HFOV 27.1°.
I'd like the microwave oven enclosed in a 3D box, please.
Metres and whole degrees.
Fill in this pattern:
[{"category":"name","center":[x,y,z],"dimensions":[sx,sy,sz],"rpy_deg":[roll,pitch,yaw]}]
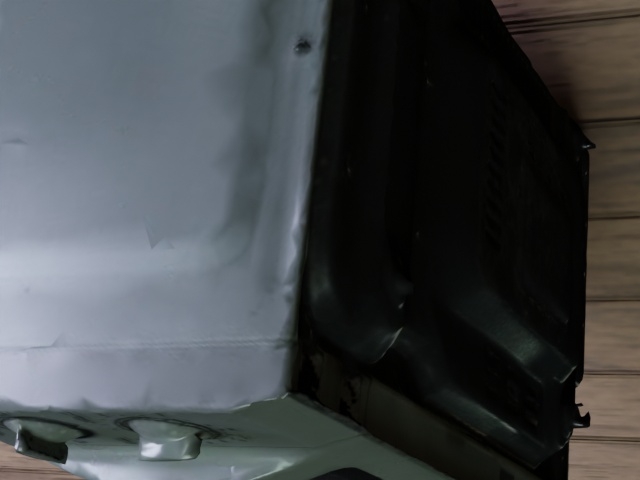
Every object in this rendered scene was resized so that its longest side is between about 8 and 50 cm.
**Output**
[{"category":"microwave oven","center":[0.000,0.000,0.549],"dimensions":[0.181,0.238,0.295],"rpy_deg":[-3,160,27]}]
